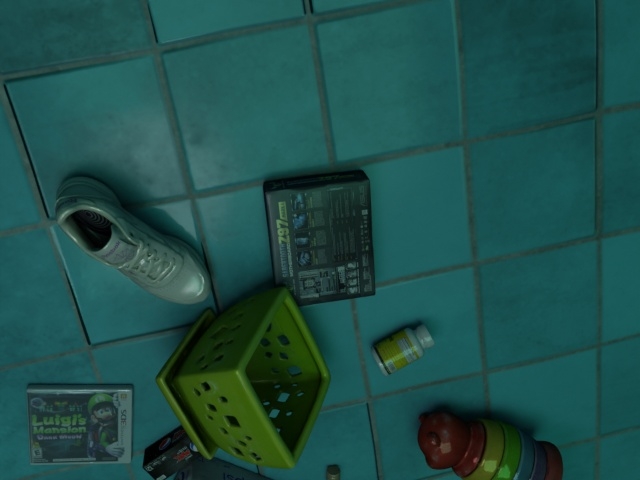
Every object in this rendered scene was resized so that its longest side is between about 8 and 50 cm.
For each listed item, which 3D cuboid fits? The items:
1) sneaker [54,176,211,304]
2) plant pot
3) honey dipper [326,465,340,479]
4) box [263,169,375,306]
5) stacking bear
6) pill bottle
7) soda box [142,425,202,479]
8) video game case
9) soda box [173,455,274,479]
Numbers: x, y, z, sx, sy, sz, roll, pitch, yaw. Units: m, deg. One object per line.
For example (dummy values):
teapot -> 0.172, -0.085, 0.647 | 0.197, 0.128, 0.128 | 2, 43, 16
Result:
sneaker -> -0.313, 0.026, 1.119 | 0.305, 0.152, 0.114 | 38, 99, -22
plant pot -> -0.139, 0.243, 1.184 | 0.207, 0.228, 0.227 | -11, 117, 26
honey dipper -> 0.024, 0.556, 1.456 | 0.030, 0.030, 0.160 | -2, 115, -9
box -> 0.000, 0.000, 1.212 | 0.183, 0.059, 0.232 | -9, 113, -7
stacking bear -> 0.334, 0.445, 1.402 | 0.289, 0.175, 0.164 | 24, 108, -10
pill bottle -> 0.162, 0.211, 1.321 | 0.116, 0.065, 0.065 | -29, 113, 2
soda box -> -0.264, 0.399, 1.325 | 0.169, 0.060, 0.053 | -33, 112, 5
video game case -> -0.458, 0.353, 1.294 | 0.190, 0.022, 0.173 | 3, 111, -11
soda box -> -0.156, 0.536, 1.378 | 0.286, 0.098, 0.091 | 28, 105, -19
